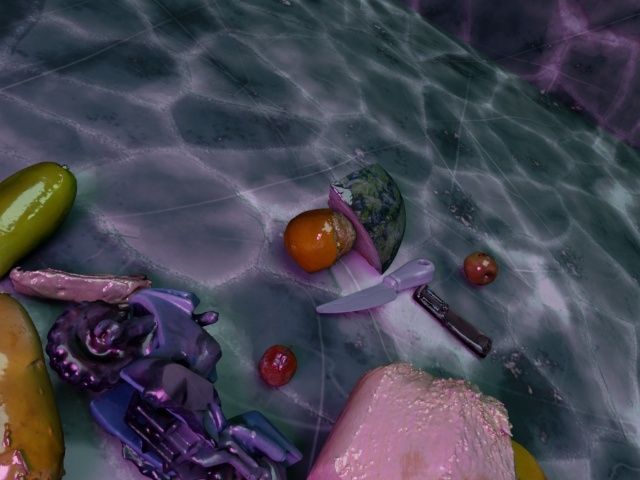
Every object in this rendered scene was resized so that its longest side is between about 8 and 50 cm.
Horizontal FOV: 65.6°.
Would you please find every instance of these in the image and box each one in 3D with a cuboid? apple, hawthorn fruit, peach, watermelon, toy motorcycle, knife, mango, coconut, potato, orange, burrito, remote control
[{"bbox_3d":[0.400,0.070,1.244,0.083,0.084,0.071,12,31,-21],"label":"apple"},{"bbox_3d":[-0.068,0.204,0.843,0.066,0.103,0.067,10,48,-11],"label":"hawthorn fruit"},{"bbox_3d":[0.323,0.422,0.864,0.151,0.151,0.119,-9,80,-35],"label":"peach"},{"bbox_3d":[0.119,-0.064,1.151,0.176,0.256,0.260,11,34,45],"label":"watermelon"},{"bbox_3d":[-0.183,0.217,0.725,0.416,0.172,0.232,44,30,-3],"label":"toy motorcycle"},{"bbox_3d":[0.136,0.109,1.074,0.331,0.044,0.080,-20,34,-37],"label":"knife"},{"bbox_3d":[-0.486,-0.031,0.794,0.111,0.125,0.233,30,67,-9],"label":"mango"},{"bbox_3d":[0.132,0.357,0.702,0.297,0.297,0.310,33,41,-1],"label":"coconut"},{"bbox_3d":[-0.403,0.211,0.602,0.300,0.172,0.140,63,12,22],"label":"potato"},{"bbox_3d":[0.000,0.000,1.031,0.156,0.156,0.134,-3,95,-32],"label":"orange"},{"bbox_3d":[-0.376,0.074,0.806,0.229,0.063,0.058,11,21,-20],"label":"burrito"},{"bbox_3d":[0.300,0.181,1.127,0.212,0.028,0.059,40,41,8],"label":"remote control"}]
